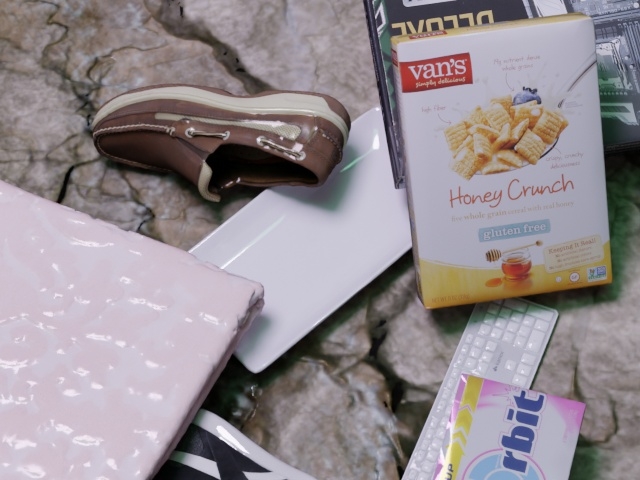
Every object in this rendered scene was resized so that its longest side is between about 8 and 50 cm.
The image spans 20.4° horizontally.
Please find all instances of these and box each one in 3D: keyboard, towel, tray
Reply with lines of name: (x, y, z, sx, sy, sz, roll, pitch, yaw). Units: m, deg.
keyboard: (0.130, 0.157, 1.537, 0.072, 0.014, 0.256, 16, 64, 18)
towel: (-0.259, 0.097, 1.530, 0.332, 0.053, 0.317, 21, 53, 11)
tray: (0.000, 0.000, 1.644, 0.270, 0.030, 0.145, -39, 60, -13)

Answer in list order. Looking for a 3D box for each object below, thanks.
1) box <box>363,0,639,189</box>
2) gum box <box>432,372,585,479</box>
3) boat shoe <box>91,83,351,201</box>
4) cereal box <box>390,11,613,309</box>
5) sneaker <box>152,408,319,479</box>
box: (0.198, -0.190, 1.624, 0.308, 0.076, 0.242, -8, 83, -4)
gum box: (0.144, 0.215, 1.462, 0.107, 0.062, 0.188, 13, 63, 9)
boat shoe: (-0.104, -0.086, 1.659, 0.258, 0.095, 0.095, -1, 55, 23)
cereal box: (0.158, -0.069, 1.544, 0.173, 0.240, 0.047, -9, 16, -4)
sneaker: (-0.059, 0.242, 1.488, 0.217, 0.079, 0.121, 29, 71, 33)
